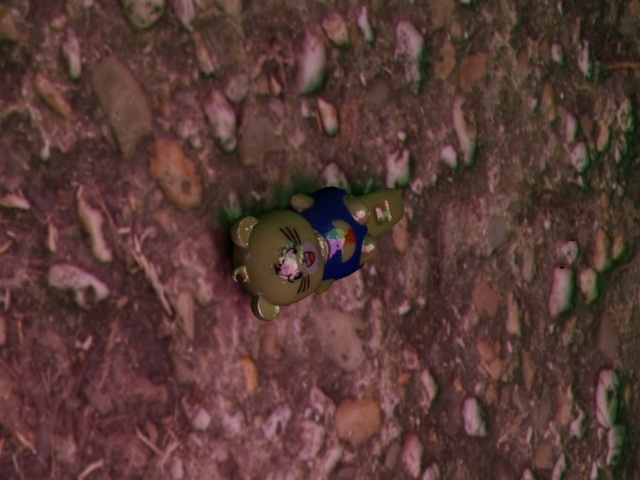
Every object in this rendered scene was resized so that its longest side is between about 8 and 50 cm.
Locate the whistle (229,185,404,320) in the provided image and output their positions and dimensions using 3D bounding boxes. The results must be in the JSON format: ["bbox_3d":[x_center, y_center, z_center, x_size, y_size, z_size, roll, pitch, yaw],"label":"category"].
[{"bbox_3d":[0.000,0.000,1.584,0.227,0.085,0.105,-23,106,-37],"label":"whistle"}]
